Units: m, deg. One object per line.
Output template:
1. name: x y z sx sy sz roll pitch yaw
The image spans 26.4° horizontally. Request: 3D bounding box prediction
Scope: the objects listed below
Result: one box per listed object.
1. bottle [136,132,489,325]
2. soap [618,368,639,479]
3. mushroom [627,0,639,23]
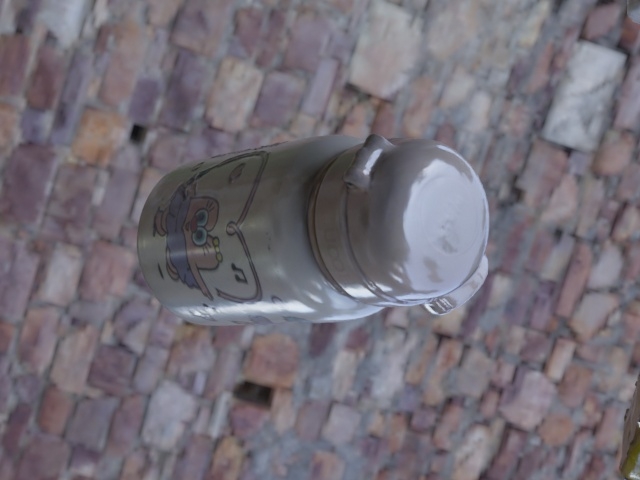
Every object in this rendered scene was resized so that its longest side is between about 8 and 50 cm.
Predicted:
1. bottle: 0.000 0.000 0.710 0.209 0.110 0.097 -4 -132 52
2. soap: 0.329 0.117 0.924 0.257 0.160 0.080 -20 -160 27
3. mushroom: 0.236 -0.297 0.691 0.177 0.126 0.397 -89 -175 -76
